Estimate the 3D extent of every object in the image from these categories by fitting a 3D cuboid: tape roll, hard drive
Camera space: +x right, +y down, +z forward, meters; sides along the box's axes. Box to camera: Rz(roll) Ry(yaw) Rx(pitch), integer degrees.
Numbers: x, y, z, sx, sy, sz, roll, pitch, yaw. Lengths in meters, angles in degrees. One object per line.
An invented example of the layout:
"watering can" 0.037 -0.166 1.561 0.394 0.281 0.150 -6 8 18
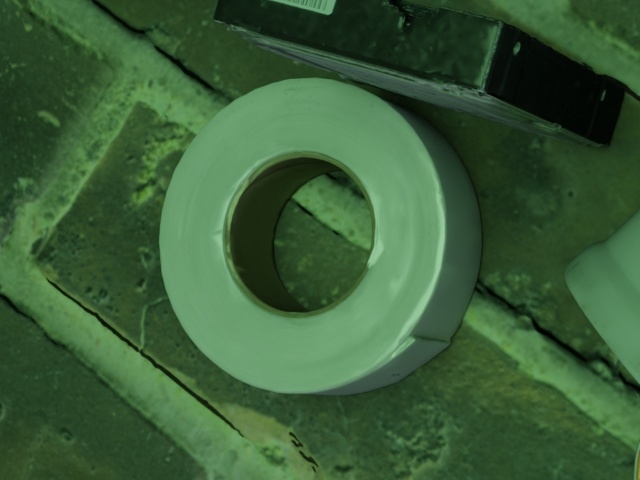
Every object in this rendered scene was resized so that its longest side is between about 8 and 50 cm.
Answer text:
"tape roll" 0.000 0.000 1.626 0.286 0.100 0.286 -3 83 24
"hard drive" 0.091 -0.147 1.470 0.237 0.339 0.064 18 94 24

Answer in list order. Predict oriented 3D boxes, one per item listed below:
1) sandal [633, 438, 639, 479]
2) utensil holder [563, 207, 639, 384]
"sandal" 0.292 0.279 1.479 0.102 0.076 0.265 -11 80 23
"utensil holder" 0.429 0.009 1.313 0.385 0.327 0.327 -44 69 12
